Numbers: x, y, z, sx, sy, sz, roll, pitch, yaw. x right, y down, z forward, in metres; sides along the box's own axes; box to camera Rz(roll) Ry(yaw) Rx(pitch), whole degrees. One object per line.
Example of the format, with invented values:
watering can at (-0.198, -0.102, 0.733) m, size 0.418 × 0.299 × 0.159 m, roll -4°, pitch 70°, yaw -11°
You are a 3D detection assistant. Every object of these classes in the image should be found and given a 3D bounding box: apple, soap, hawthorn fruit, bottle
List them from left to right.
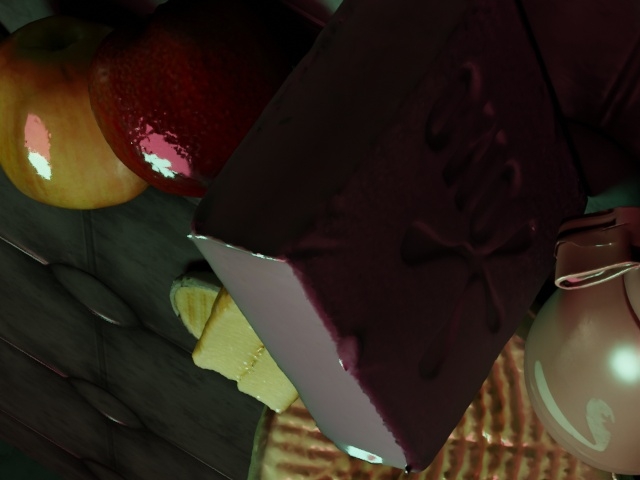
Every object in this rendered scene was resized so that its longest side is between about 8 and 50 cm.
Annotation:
apple at (-0.229, -0.122, 1.601) m, size 0.199 × 0.199 × 0.199 m, roll 28°, pitch 158°, yaw 13°
hawthorn fruit at (-0.099, -0.108, 1.427) m, size 0.169 × 0.169 × 0.188 m, roll -6°, pitch 108°, yaw 58°
soap at (0.060, -0.020, 1.252) m, size 0.107 × 0.285 × 0.296 m, roll 19°, pitch 156°, yaw 35°
bottle at (0.250, 0.059, 1.279) m, size 0.206 × 0.173 × 0.297 m, roll 10°, pitch 159°, yaw -5°

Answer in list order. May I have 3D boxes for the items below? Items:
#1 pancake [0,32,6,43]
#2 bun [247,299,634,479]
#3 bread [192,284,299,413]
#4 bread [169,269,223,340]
pancake at (-0.433, -0.227, 1.847) m, size 0.286 × 0.033 × 0.288 m, roll 41°, pitch 157°, yaw -14°
bun at (0.113, 0.214, 1.608) m, size 0.364 × 0.364 × 0.202 m, roll 28°, pitch -178°, yaw 14°
bread at (0.000, 0.000, 1.447) m, size 0.111 × 0.239 × 0.246 m, roll 29°, pitch 160°, yaw -3°
bread at (-0.062, 0.120, 2.044) m, size 0.267 × 0.040 × 0.267 m, roll 29°, pitch 157°, yaw 13°
